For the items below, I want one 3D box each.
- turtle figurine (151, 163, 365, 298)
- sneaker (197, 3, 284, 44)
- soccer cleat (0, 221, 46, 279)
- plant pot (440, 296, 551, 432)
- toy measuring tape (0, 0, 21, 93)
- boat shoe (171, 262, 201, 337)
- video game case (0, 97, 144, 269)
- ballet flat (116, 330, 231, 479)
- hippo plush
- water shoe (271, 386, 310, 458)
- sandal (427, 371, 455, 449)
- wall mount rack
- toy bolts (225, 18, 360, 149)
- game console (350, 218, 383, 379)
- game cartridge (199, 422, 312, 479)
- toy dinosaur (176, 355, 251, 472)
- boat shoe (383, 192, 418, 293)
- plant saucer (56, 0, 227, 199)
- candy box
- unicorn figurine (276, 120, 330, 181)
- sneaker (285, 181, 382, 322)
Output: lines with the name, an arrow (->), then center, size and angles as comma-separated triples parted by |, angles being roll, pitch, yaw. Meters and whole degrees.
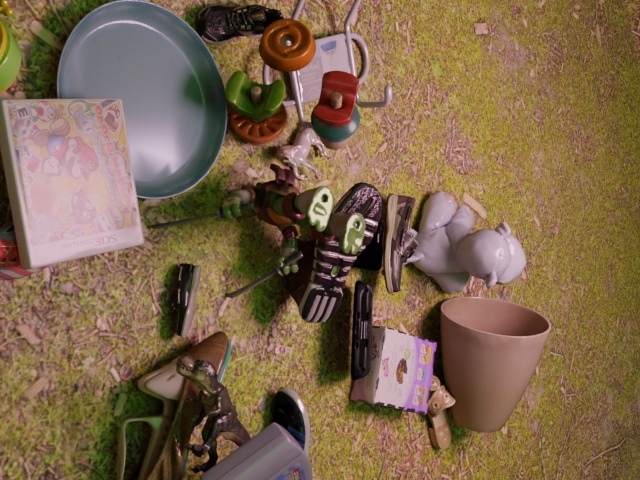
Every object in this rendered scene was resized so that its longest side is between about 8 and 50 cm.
turtle figurine -> -0.079, -0.005, 1.283 | 0.274, 0.266, 0.198 | -38, 117, -37
sneaker -> -0.139, -0.399, 1.362 | 0.178, 0.077, 0.072 | -26, 107, -43
soccer cleat -> -0.450, 0.014, 1.012 | 0.248, 0.095, 0.083 | -1, 90, -46
plant pot -> 0.396, 0.305, 1.807 | 0.256, 0.256, 0.274 | -11, 113, -46
toy measuring tape -> -0.472, -0.188, 0.975 | 0.121, 0.121, 0.330 | 34, 65, -40
boat shoe -> -0.231, 0.100, 1.280 | 0.046, 0.038, 0.125 | 63, 36, -85
video game case -> -0.352, -0.088, 1.086 | 0.206, 0.026, 0.227 | -16, 100, -55
ballet flat -> -0.252, 0.292, 1.220 | 0.124, 0.116, 0.343 | 26, 73, -22
hippo plush -> 0.339, -0.002, 1.734 | 0.294, 0.236, 0.235 | 20, 75, -44
water shoe -> -0.067, 0.379, 1.419 | 0.080, 0.072, 0.203 | -11, 96, -44
sandal -> 0.286, 0.385, 1.782 | 0.088, 0.079, 0.240 | -32, 111, -42
wall mount rack -> 0.033, -0.391, 1.483 | 0.350, 0.130, 0.304 | -29, 117, -47
toy bolts -> -0.033, -0.255, 1.363 | 0.158, 0.228, 0.218 | 91, 18, -68
game console -> 0.078, 0.101, 1.543 | 0.213, 0.043, 0.362 | 17, 75, -70
game cartridge -> -0.104, 0.424, 1.264 | 0.198, 0.062, 0.297 | -29, 144, -18
toy dinosaur -> -0.162, 0.296, 1.180 | 0.118, 0.064, 0.268 | -60, 143, -37
boat shoe -> 0.175, 0.004, 1.645 | 0.080, 0.073, 0.224 | 66, 25, -71
plant saucer -> -0.287, -0.224, 1.228 | 0.317, 0.043, 0.318 | 3, 86, -46
candy box -> 0.163, 0.284, 1.663 | 0.196, 0.070, 0.165 | 23, 73, -44
unicorn figurine -> -0.036, -0.170, 1.486 | 0.111, 0.060, 0.162 | 46, 42, -35
sneaker -> 0.000, 0.000, 1.423 | 0.106, 0.162, 0.282 | 17, 105, -36
